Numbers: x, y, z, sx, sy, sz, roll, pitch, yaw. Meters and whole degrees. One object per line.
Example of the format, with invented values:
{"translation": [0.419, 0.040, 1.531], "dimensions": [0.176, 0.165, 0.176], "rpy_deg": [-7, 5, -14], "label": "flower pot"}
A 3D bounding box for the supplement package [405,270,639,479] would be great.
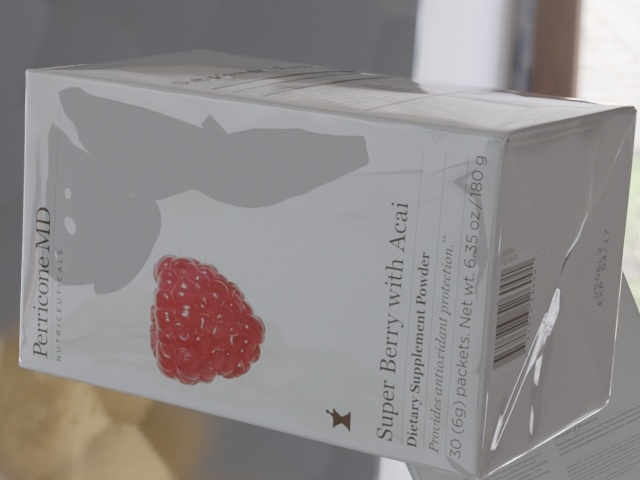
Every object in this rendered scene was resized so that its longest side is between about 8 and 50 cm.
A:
{"translation": [0.139, 0.100, 1.316], "dimensions": [0.194, 0.203, 0.149], "rpy_deg": [-25, -163, -2], "label": "supplement package"}

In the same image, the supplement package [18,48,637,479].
{"translation": [0.000, 0.000, 0.985], "dimensions": [0.293, 0.177, 0.175], "rpy_deg": [10, -166, 30], "label": "supplement package"}
